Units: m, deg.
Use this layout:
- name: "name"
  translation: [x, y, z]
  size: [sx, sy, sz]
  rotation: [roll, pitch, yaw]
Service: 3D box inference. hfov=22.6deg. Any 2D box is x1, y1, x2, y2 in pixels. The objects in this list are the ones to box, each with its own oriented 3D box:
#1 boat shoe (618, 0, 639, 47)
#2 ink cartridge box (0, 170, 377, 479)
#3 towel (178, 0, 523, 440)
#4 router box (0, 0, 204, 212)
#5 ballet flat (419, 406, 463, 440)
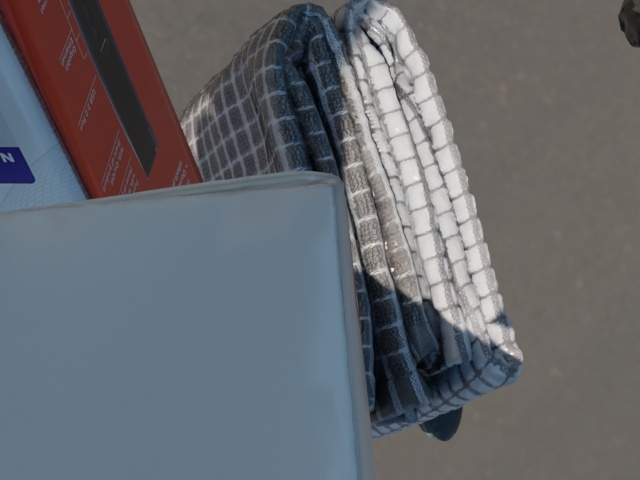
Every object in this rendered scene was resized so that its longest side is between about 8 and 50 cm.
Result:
- name: "boat shoe"
  translation: [0.163, -0.118, 0.417]
  size: [0.302, 0.114, 0.091]
  rotation: [-51, 134, -48]
- name: "ink cartridge box"
  translation: [-0.027, 0.113, 0.379]
  size: [0.093, 0.219, 0.160]
  rotation: [-5, 161, 0]
- name: "towel"
  translation: [0.000, 0.000, 1.099]
  size: [0.121, 0.283, 0.235]
  rotation: [-12, 172, -25]
- name: "router box"
  translation: [-0.219, -0.022, 0.601]
  size: [0.335, 0.082, 0.301]
  rotation: [-3, 137, 17]
- name: "ballet flat"
  translation: [0.073, 0.093, 1.337]
  size: [0.057, 0.049, 0.173]
  rotation: [-40, 114, -34]
